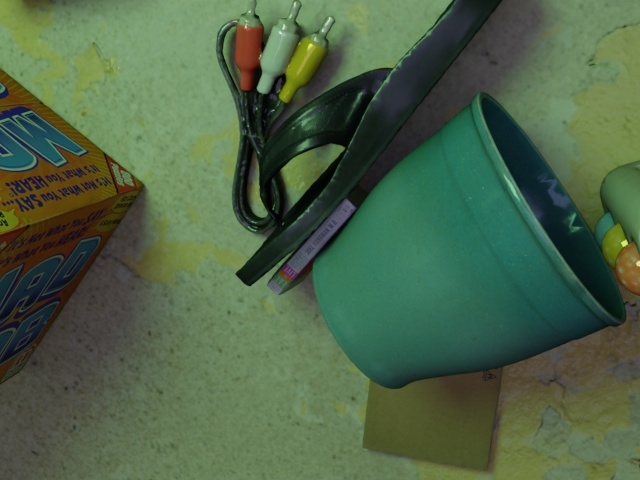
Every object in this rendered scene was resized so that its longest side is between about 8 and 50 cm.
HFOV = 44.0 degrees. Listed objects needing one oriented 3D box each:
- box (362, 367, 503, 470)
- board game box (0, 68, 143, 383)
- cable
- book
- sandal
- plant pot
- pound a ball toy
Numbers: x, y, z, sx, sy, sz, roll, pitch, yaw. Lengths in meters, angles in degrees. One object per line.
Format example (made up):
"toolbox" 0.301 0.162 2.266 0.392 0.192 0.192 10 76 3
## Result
"box" 0.143 0.184 1.004 0.164 0.021 0.201 8 104 11
"board game box" -0.508 -0.013 0.932 0.356 0.356 0.356 39 108 2
"cable" -0.082 -0.150 0.954 0.139 0.072 0.287 17 105 4
"book" 0.000 0.000 0.957 0.035 0.096 0.144 43 107 1
"sandal" 0.033 -0.142 0.888 0.107 0.167 0.446 38 98 -4
"plant pot" 0.140 0.024 0.854 0.255 0.271 0.272 -32 93 24
"pound a ball toy" 0.356 0.038 0.768 0.135 0.319 0.208 -17 98 16
